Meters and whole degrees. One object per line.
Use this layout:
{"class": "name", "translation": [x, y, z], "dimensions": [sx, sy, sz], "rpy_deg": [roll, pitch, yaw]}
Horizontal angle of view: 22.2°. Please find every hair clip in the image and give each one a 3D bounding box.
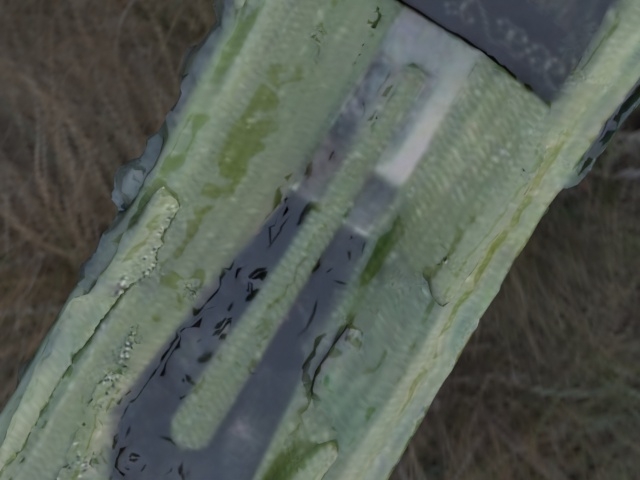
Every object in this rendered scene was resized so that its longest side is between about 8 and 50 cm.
{"class": "hair clip", "translation": [0.001, -0.001, 0.531], "dimensions": [0.138, 0.091, 0.321], "rpy_deg": [33, 104, 8]}
